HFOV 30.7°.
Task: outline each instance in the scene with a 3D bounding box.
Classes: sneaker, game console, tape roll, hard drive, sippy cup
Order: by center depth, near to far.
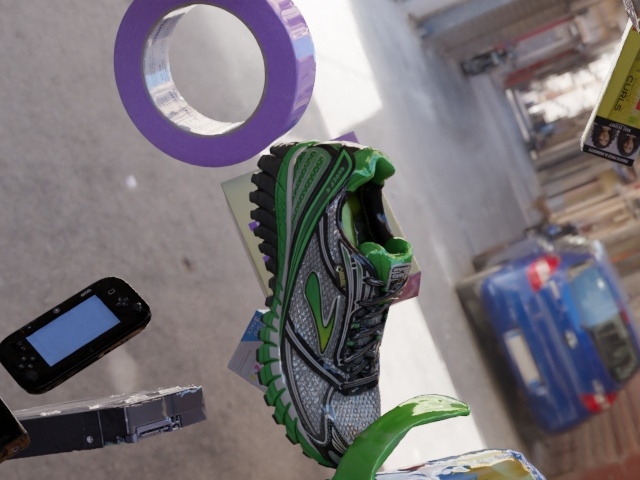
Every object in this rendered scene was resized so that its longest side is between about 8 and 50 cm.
[{"bbox_3d":[0.125,0.320,1.182,0.240,0.224,0.305,55,-32,31],"label":"sippy cup"},{"bbox_3d":[0.020,0.066,1.183,0.134,0.146,0.343,-10,95,-54],"label":"sneaker"},{"bbox_3d":[-0.397,0.154,1.524,0.213,0.361,0.044,46,-27,23],"label":"game console"},{"bbox_3d":[-0.149,-0.246,1.643,0.275,0.275,0.090,66,23,-10],"label":"tape roll"},{"bbox_3d":[-0.373,0.278,1.762,0.237,0.339,0.064,-2,82,-67],"label":"hard drive"}]

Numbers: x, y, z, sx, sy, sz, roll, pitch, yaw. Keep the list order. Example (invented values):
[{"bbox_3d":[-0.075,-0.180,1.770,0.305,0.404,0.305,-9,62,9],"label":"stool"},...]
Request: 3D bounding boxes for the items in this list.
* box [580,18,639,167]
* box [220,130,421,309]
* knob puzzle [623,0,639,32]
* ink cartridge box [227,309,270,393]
[{"bbox_3d":[0.469,-0.232,1.744,0.058,0.087,0.232,-67,176,-67],"label":"box"},{"bbox_3d":[0.000,0.000,1.702,0.117,0.213,0.243,84,-17,-70],"label":"box"},{"bbox_3d":[0.252,-0.264,1.048,0.213,0.030,0.213,-20,90,-75],"label":"knob puzzle"},{"bbox_3d":[-0.038,0.192,1.763,0.181,0.104,0.061,30,8,24],"label":"ink cartridge box"}]
